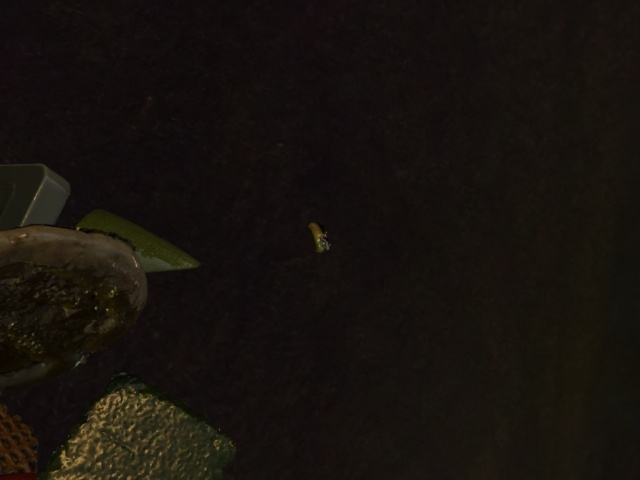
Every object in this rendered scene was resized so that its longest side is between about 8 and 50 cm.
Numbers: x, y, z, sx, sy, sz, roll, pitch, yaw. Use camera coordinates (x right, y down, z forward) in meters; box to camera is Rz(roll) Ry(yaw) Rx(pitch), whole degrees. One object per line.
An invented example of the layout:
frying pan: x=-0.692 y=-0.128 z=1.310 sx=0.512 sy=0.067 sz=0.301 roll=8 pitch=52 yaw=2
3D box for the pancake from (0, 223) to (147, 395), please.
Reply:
pancake: x=-0.423 y=0.113 z=0.800 sx=0.382 sy=0.071 sz=0.382 roll=-25 pitch=150 yaw=-15

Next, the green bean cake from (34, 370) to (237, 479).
green bean cake: x=-0.289 y=0.373 z=0.923 sx=0.247 sy=0.250 sz=0.156 roll=-58 pitch=176 yaw=-27

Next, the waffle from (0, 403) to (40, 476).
waffle: x=-0.753 y=0.467 z=1.326 sx=0.059 sy=0.243 sz=0.238 roll=-36 pitch=129 yaw=2

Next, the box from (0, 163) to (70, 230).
box: x=-0.711 y=0.012 z=1.166 sx=0.090 sy=0.367 sz=0.373 roll=43 pitch=57 yaw=-52

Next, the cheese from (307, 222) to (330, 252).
cheese: x=0.001 y=0.000 z=1.583 sx=0.036 sy=0.162 sz=0.086 roll=-12 pitch=103 yaw=-12

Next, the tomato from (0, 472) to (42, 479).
tomato: x=-0.536 y=0.585 z=1.012 sx=0.341 sy=0.341 sz=0.272 roll=-9 pitch=139 yaw=-47

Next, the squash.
squash: x=-0.419 y=0.061 z=1.242 sx=0.260 sy=0.189 sz=0.189 roll=32 pitch=81 yaw=-7
